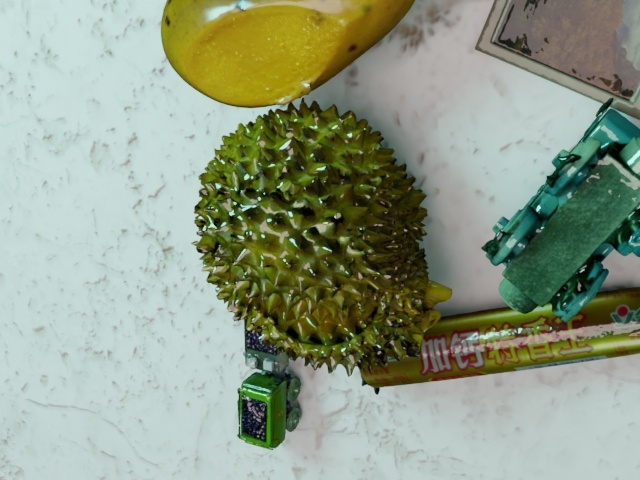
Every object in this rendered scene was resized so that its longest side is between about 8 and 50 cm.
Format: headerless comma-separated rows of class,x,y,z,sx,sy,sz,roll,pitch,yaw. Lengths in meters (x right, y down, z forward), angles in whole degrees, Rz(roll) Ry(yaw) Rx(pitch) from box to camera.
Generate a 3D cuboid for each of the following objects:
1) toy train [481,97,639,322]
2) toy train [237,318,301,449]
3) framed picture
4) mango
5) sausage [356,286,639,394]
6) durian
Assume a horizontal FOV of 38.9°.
toy train,0.248,-0.024,0.861,0.112,0.163,0.203,41,120,7
toy train,-0.062,0.159,1.110,0.060,0.081,0.202,9,109,23
framed picture,0.275,-0.263,0.859,0.184,0.016,0.250,29,116,15
mango,-0.024,-0.244,0.908,0.290,0.191,0.160,-12,133,30
sausage,0.215,0.105,0.967,0.372,0.082,0.082,-12,100,27
durian,-0.010,0.004,0.958,0.258,0.258,0.293,-26,104,29
